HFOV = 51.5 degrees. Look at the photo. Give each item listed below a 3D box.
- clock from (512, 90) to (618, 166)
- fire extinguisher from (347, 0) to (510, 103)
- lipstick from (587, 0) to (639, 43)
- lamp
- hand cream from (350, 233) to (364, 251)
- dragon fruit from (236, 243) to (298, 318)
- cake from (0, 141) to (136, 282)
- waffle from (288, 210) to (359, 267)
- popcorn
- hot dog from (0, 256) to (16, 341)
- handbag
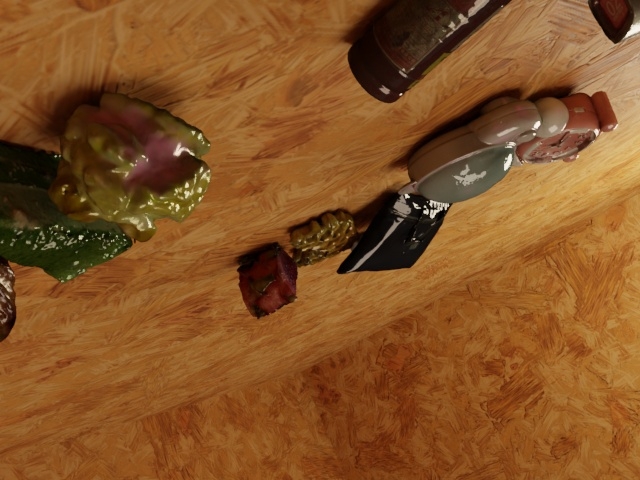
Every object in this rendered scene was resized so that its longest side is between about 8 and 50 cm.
[{"bbox_3d":[0.396,-0.195,1.145,0.162,0.093,0.166,-9,162,-19],"label":"clock"},{"bbox_3d":[0.121,-0.229,0.602,0.106,0.075,0.252,-8,158,-47],"label":"fire extinguisher"},{"bbox_3d":[0.456,-0.325,0.787,0.252,0.077,0.079,-24,165,-1],"label":"lipstick"},{"bbox_3d":[0.251,-0.133,1.078,0.246,0.108,0.179,-36,166,35],"label":"lamp"},{"bbox_3d":[0.137,-0.004,1.460,0.170,0.043,0.065,-16,163,-37],"label":"hand cream"},{"bbox_3d":[-0.100,0.061,1.224,0.102,0.096,0.147,-25,-152,16],"label":"dragon fruit"},{"bbox_3d":[-0.291,-0.025,0.605,0.099,0.100,0.235,-30,165,17],"label":"cake"},{"bbox_3d":[0.002,0.003,1.262,0.149,0.051,0.194,-27,165,4],"label":"waffle"},{"bbox_3d":[-0.171,-0.068,0.616,0.126,0.126,0.145,-45,176,27],"label":"popcorn"},{"bbox_3d":[-0.423,0.040,0.596,0.272,0.122,0.196,0,155,-27],"label":"hot dog"},{"bbox_3d":[0.161,-0.017,1.330,0.254,0.089,0.211,-2,135,-54],"label":"handbag"}]
